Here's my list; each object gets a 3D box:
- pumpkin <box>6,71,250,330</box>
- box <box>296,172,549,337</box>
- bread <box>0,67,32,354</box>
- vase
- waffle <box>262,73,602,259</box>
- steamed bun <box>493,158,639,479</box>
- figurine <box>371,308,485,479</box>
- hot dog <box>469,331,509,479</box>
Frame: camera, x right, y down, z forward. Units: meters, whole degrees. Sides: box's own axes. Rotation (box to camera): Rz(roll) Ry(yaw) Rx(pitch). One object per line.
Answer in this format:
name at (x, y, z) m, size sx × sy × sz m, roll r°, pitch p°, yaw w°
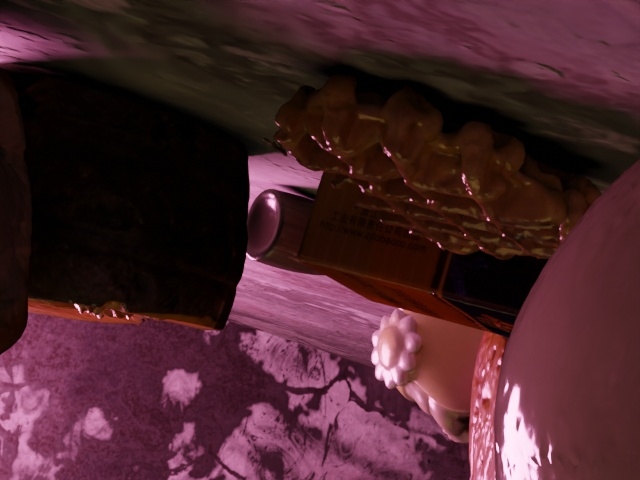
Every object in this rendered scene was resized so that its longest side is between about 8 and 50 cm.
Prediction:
pumpkin at (-0.181, -0.020, 1.056) m, size 0.221 × 0.139 × 0.317 m, roll 16°, pitch 175°, yaw -25°
box at (0.123, 0.024, 0.997) m, size 0.237 × 0.070 × 0.152 m, roll 12°, pitch 172°, yaw 22°
bread at (-0.281, -0.033, 0.811) m, size 0.279 × 0.225 × 0.250 m, roll 11°, pitch 174°, yaw 7°
vase at (0.000, 0.000, 1.163) m, size 0.100 × 0.053 × 0.053 m, roll 15°, pitch 175°, yaw -32°
waffle at (0.051, -0.031, 0.798) m, size 0.192 × 0.046 × 0.160 m, roll 21°, pitch 172°, yaw -28°
steamed bun at (0.193, 0.039, 0.459) m, size 0.282 × 0.177 × 0.283 m, roll 11°, pitch 176°, yaw 1°
figurine at (0.191, 0.163, 1.334) m, size 0.226 × 0.274 × 0.394 m, roll 10°, pitch -145°, yaw -52°
hot dog at (0.194, 0.190, 1.058) m, size 0.185 × 0.223 × 0.405 m, roll 5°, pitch -164°, yaw 0°
